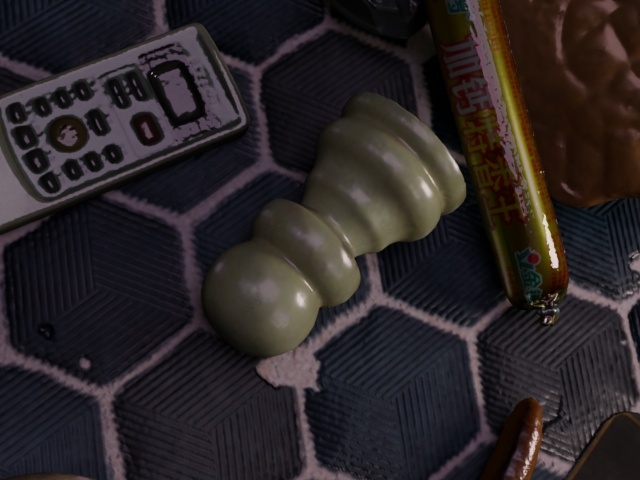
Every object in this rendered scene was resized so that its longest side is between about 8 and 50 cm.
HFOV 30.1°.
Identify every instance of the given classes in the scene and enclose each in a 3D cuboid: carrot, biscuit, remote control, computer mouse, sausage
[{"bbox_3d":[0.179,0.210,1.107,0.048,0.048,0.139,30,67,-5],"label":"carrot"},{"bbox_3d":[0.330,-0.219,1.171,0.385,0.062,0.365,-29,87,12],"label":"biscuit"},{"bbox_3d":[-0.212,-0.104,1.100,0.285,0.038,0.123,-23,81,-20],"label":"remote control"},{"bbox_3d":[0.031,-0.299,1.209,0.126,0.071,0.231,-23,78,-32],"label":"computer mouse"},{"bbox_3d":[0.171,-0.093,1.157,0.082,0.082,0.371,-16,92,-19],"label":"sausage"}]

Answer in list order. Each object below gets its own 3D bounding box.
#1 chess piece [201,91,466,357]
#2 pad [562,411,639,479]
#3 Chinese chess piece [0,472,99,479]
[{"bbox_3d":[0.000,0.000,1.081,0.144,0.144,0.251,43,73,1],"label":"chess piece"},{"bbox_3d":[0.308,0.376,1.084,0.315,0.063,0.375,41,68,-1],"label":"pad"},{"bbox_3d":[-0.219,0.314,0.938,0.257,0.104,0.257,4,73,-13],"label":"Chinese chess piece"}]
